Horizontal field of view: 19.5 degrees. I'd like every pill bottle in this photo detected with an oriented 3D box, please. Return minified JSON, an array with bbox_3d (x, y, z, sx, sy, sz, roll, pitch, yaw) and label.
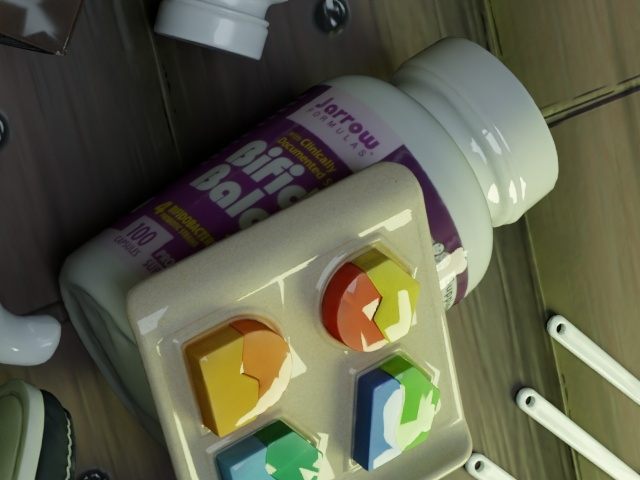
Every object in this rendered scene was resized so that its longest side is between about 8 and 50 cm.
[{"bbox_3d":[-0.049,-0.202,1.150,0.094,0.094,0.169,13,94,-31],"label":"pill bottle"},{"bbox_3d":[0.000,0.000,1.176,0.301,0.169,0.169,-36,115,-18],"label":"pill bottle"}]

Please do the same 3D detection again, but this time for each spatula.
[{"bbox_3d":[0.223,0.176,1.424,0.242,0.019,0.168,37,82,-30],"label":"spatula"}]

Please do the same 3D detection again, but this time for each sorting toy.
[{"bbox_3d":[-0.002,0.083,1.074,0.193,0.038,0.208,-27,119,-23],"label":"sorting toy"}]

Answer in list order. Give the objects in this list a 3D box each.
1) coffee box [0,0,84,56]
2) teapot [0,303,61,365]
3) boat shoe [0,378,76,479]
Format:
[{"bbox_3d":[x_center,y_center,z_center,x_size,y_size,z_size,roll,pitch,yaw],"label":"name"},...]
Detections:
[{"bbox_3d":[-0.261,-0.229,1.012,0.297,0.119,0.168,18,91,-31],"label":"coffee box"},{"bbox_3d":[-0.316,0.069,1.006,0.187,0.256,0.252,88,27,-56],"label":"teapot"},{"bbox_3d":[-0.182,0.258,1.140,0.113,0.127,0.340,12,86,-28],"label":"boat shoe"}]
